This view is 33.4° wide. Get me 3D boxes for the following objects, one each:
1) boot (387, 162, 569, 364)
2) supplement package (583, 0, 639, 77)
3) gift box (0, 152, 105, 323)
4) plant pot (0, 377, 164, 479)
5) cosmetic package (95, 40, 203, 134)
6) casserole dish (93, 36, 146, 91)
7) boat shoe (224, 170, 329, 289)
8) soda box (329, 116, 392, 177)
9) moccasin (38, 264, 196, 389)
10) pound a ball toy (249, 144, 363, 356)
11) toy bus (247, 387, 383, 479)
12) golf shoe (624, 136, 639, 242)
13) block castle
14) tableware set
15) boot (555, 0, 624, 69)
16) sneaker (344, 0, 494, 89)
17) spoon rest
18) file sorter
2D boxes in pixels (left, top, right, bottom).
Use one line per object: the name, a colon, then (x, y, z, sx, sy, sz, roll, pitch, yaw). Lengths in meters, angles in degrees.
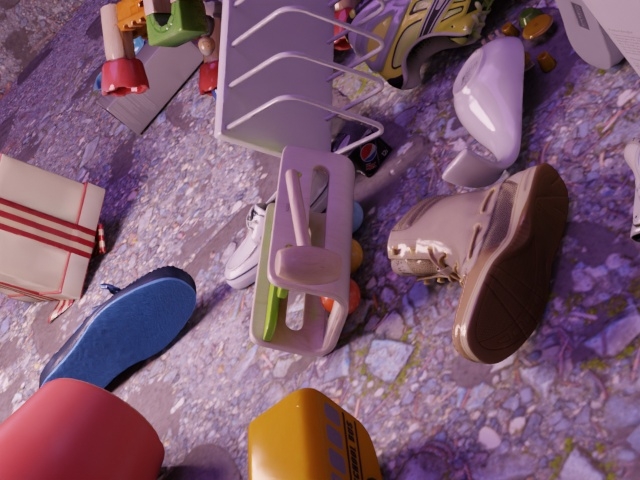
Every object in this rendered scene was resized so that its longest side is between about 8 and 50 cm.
boot: (0.157, 0.034, 1.217, 0.203, 0.095, 0.262, -12, 44, 45)
supplement package: (0.410, -0.286, 1.095, 0.198, 0.262, 0.199, -52, 31, -7)
gift box: (-0.582, 0.006, 2.059, 0.255, 0.258, 0.277, 0, 74, 50)
plant pot: (-0.344, 0.330, 1.381, 0.274, 0.275, 0.243, -16, 34, 43)
cosmetic package: (-0.373, -0.359, 2.354, 0.238, 0.107, 0.127, -53, 27, -2)
casserole dish: (-0.490, -0.434, 2.656, 0.188, 0.037, 0.114, -43, 30, 7)
boat shoe: (-0.077, -0.029, 1.612, 0.226, 0.076, 0.083, -47, 30, 2)
soda box: (0.036, -0.149, 1.628, 0.060, 0.053, 0.169, -51, 30, -5)
moccasin: (-0.336, 0.138, 1.697, 0.342, 0.138, 0.117, -36, 28, 19)
pound a ball toy: (0.000, 0.000, 1.387, 0.319, 0.135, 0.208, -87, 12, -47)
toy bus: (0.004, 0.313, 1.056, 0.108, 0.130, 0.333, -36, 32, 20)
golf shoe: (0.343, -0.042, 1.101, 0.086, 0.069, 0.176, -45, 28, 17)
block castle: (-0.151, -0.340, 1.826, 0.453, 0.303, 0.213, -10, 88, 49)
tableware set: (0.286, -0.270, 1.481, 0.104, 0.024, 0.154, -36, 31, 14)
boot: (0.338, -0.322, 1.253, 0.095, 0.258, 0.123, 37, 81, 33)
sneaker: (0.219, -0.377, 1.593, 0.384, 0.145, 0.147, -39, 72, 23)
spoon rest: (0.217, -0.163, 1.384, 0.137, 0.084, 0.276, -50, 16, 42)
file sorter: (-0.018, -0.273, 1.506, 0.173, 0.192, 0.278, -19, 63, 51)
